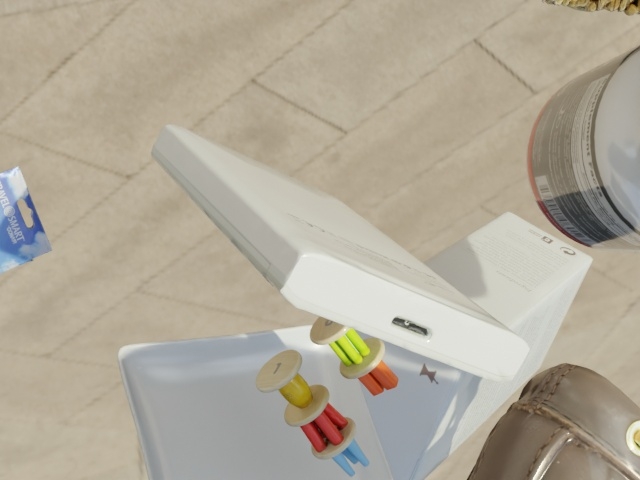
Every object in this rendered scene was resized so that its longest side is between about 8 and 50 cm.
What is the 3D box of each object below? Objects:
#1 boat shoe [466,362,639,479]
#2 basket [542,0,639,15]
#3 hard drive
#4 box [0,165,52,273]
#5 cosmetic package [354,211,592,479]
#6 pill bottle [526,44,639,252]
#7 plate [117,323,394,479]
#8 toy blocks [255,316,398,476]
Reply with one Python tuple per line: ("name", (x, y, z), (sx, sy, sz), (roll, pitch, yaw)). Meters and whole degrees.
("boat shoe", (0.169, 0.167, 0.397), (0.324, 0.116, 0.097), (38, 77, -25))
("basket", (0.374, -0.437, 1.131), (0.213, 0.223, 0.299), (6, 123, 6))
("hard drive", (0.000, 0.000, 0.760), (0.203, 0.307, 0.040), (23, 99, -31))
("box", (-0.380, -0.001, 0.998), (0.178, 0.042, 0.109), (-27, 121, -23))
("cosmetic package", (0.199, 0.143, 1.383), (0.453, 0.161, 0.230), (-26, 141, -52))
("pill bottle", (0.344, -0.091, 0.938), (0.210, 0.210, 0.363), (-21, -179, -4))
("plate", (-0.062, 0.230, 1.039), (0.278, 0.277, 0.045), (-4, 150, -31))
("toy blocks", (0.025, 0.154, 0.963), (0.123, 0.054, 0.148), (-40, 115, -7))
